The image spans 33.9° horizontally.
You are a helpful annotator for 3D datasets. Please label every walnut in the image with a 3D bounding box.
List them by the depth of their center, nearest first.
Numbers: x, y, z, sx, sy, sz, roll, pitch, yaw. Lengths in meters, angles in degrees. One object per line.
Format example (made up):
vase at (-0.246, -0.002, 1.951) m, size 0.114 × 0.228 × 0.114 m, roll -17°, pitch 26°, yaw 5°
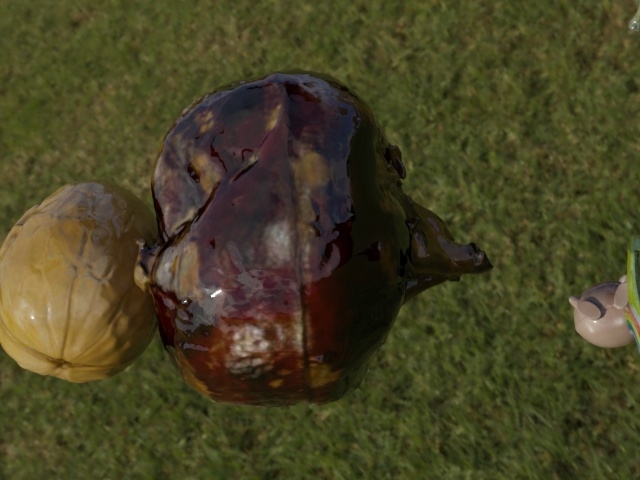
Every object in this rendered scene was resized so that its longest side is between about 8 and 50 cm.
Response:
walnut at (-0.253, 0.041, 1.130) m, size 0.195 × 0.195 × 0.221 m, roll -16°, pitch 37°, yaw 27°

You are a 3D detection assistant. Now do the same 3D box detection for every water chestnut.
water chestnut at (0.000, 0.000, 1.040) m, size 0.347 × 0.335 × 0.335 m, roll 3°, pitch 49°, yaw 4°

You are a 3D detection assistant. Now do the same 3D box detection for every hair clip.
hair clip at (0.396, 0.083, 1.303) m, size 0.033 × 0.060 × 0.188 m, roll -7°, pitch 70°, yaw 7°

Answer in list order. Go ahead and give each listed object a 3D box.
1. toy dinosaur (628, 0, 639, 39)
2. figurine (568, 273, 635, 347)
toy dinosaur at (0.573, -0.420, 1.721) m, size 0.075 × 0.188 × 0.247 m, roll 9°, pitch 38°, yaw -7°
figurine at (0.485, 0.121, 1.767) m, size 0.125 × 0.138 × 0.125 m, roll -6°, pitch 72°, yaw 20°
